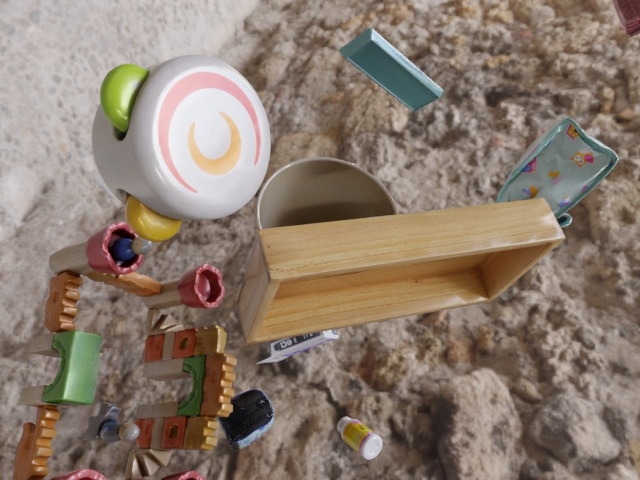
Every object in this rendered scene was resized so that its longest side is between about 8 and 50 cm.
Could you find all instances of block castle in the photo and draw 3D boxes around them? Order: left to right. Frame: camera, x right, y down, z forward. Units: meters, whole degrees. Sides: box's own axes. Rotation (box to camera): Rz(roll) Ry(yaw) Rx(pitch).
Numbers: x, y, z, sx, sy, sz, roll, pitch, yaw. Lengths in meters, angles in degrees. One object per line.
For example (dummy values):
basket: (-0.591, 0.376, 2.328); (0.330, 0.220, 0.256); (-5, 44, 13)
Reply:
block castle: (-0.299, 0.228, 0.948); (0.303, 0.212, 0.453); (35, 49, -52)

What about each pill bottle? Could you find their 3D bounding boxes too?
pill bottle: (0.064, 0.334, 0.981); (0.043, 0.083, 0.043); (-11, 109, -33)

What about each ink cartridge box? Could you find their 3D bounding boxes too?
ink cartridge box: (-0.066, 0.296, 1.643); (0.206, 0.208, 0.045); (39, 28, -74)

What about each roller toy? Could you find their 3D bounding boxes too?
roller toy: (-0.171, -0.119, 0.711); (0.191, 0.146, 0.209); (-32, 114, -40)

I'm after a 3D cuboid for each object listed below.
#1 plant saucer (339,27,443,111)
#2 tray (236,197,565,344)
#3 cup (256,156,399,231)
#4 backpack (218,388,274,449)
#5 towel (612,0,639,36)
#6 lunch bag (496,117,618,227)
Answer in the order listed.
plant saucer: (0.117, -0.264, 0.917); (0.192, 0.067, 0.018); (26, 53, -39)
tray: (0.103, 0.041, 0.793); (0.203, 0.410, 0.076); (116, -37, -56)
cup: (0.000, 0.000, 1.387); (0.237, 0.331, 0.331); (109, -13, -58)
backpack: (-0.160, 0.385, 1.249); (0.105, 0.114, 0.084); (54, -20, 31)
towel: (0.676, -0.478, 0.979); (0.037, 0.328, 0.237); (52, 36, -39)
lunch bag: (0.474, -0.114, 1.206); (0.262, 0.160, 0.223); (-53, 169, 20)
